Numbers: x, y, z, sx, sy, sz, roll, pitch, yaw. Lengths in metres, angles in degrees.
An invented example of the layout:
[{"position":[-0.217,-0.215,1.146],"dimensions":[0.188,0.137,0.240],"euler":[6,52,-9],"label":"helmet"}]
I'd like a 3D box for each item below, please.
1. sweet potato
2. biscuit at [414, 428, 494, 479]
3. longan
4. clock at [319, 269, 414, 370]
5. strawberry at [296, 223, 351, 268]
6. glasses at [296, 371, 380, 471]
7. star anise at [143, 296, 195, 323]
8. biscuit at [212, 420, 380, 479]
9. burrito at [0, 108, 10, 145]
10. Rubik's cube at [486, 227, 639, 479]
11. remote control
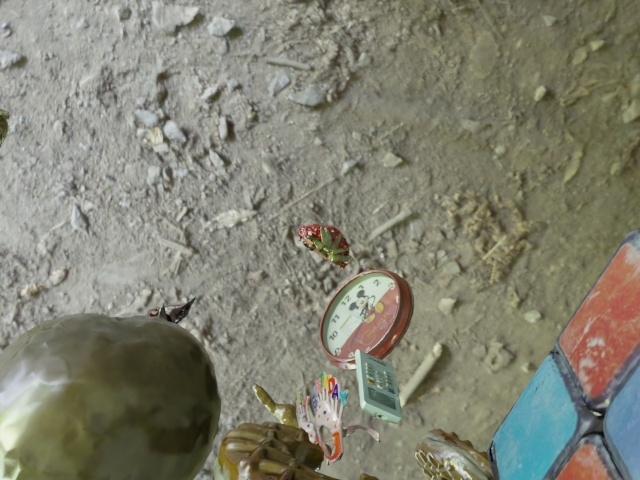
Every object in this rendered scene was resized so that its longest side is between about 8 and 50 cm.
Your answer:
[{"position":[-0.116,0.552,1.927],"dimensions":[0.270,0.075,0.074],"euler":[35,107,10],"label":"sweet potato"},{"position":[0.384,0.614,1.536],"dimensions":[0.103,0.332,0.332],"euler":[-44,127,-20],"label":"biscuit"},{"position":[-0.402,0.337,1.126],"dimensions":[0.436,0.404,0.403],"euler":[15,113,-41],"label":"longan"},{"position":[0.130,0.224,1.716],"dimensions":[0.318,0.318,0.080],"euler":[-45,123,9],"label":"clock"},{"position":[0.004,-0.004,1.585],"dimensions":[0.167,0.208,0.087],"euler":[35,89,-21],"label":"strawberry"},{"position":[0.021,0.350,1.184],"dimensions":[0.095,0.162,0.255],"euler":[-8,155,-30],"label":"glasses"},{"position":[-0.431,0.235,1.545],"dimensions":[0.272,0.272,0.102],"euler":[-23,80,-6],"label":"star anise"},{"position":[-0.025,0.402,0.962],"dimensions":[0.268,0.366,0.115],"euler":[19,87,-49],"label":"biscuit"},{"position":[-0.474,-0.160,0.869],"dimensions":[0.041,0.149,0.055],"euler":[8,83,-31],"label":"burrito"},{"position":[0.368,0.219,0.515],"dimensions":[0.316,0.318,0.313],"euler":[26,109,1],"label":"Rubik's cube"},{"position":[0.080,0.208,0.869],"dimensions":[0.061,0.162,0.029],"euler":[24,106,-6],"label":"remote control"}]
